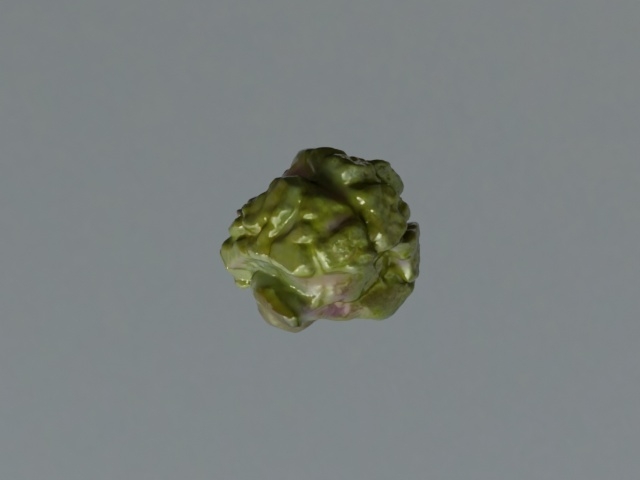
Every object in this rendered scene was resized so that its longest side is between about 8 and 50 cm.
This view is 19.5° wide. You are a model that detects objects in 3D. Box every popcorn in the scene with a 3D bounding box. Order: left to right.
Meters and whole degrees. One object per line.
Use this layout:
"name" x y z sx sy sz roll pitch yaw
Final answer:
"popcorn" 0.000 0.000 1.262 0.145 0.126 0.125 -19 174 41
